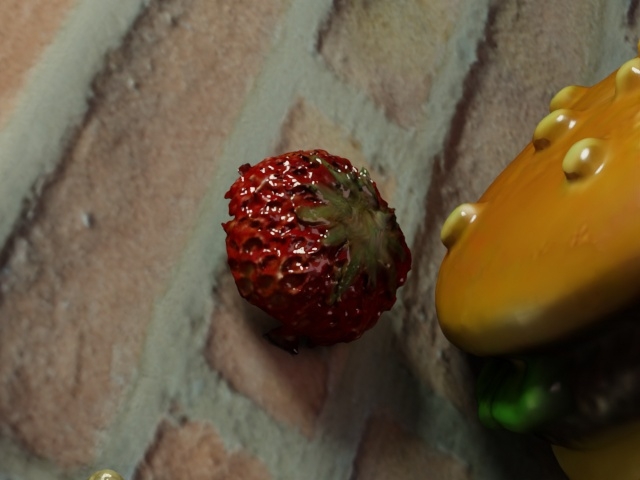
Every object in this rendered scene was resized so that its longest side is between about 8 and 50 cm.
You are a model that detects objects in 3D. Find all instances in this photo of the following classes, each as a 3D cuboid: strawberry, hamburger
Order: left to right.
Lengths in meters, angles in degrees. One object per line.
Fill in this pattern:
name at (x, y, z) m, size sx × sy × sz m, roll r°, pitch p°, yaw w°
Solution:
strawberry at (0.000, 0.000, 1.257) m, size 0.145 × 0.086 × 0.145 m, roll 21°, pitch 55°, yaw -32°
hamburger at (0.264, 0.008, 1.288) m, size 0.277 × 0.396 × 0.396 m, roll 50°, pitch 42°, yaw -9°

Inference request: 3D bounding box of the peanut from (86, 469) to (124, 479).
peanut at (-0.127, 0.171, 1.068) m, size 0.037 × 0.037 × 0.083 m, roll 25°, pitch 48°, yaw -30°
